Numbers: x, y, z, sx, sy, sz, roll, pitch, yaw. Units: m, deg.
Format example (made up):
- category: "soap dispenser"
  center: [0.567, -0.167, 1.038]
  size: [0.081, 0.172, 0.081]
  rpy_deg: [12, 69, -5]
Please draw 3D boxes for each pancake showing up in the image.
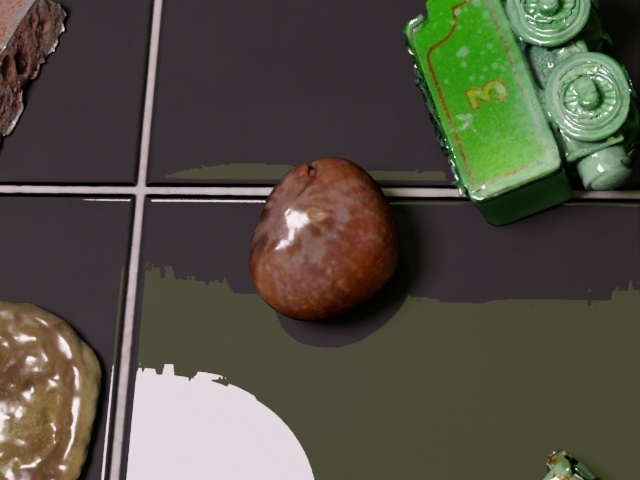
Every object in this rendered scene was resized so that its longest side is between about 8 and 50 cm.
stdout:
- category: "pancake"
  center: [-0.318, 0.172, 1.327]
  size: [0.236, 0.042, 0.222]
  rpy_deg: [-44, 71, -6]

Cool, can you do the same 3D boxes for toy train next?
- category: "toy train"
  center: [0.193, -0.143, 1.303]
  size: [0.188, 0.132, 0.243]
  rpy_deg: [-20, 72, 11]

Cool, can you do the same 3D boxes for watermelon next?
- category: "watermelon"
  center: [-0.360, -0.170, 1.418]
  size: [0.154, 0.094, 0.241]
  rpy_deg: [36, 81, 26]

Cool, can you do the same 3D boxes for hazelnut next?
- category: "hazelnut"
  center: [0.000, 0.000, 1.284]
  size: [0.143, 0.143, 0.154]
  rpy_deg: [36, 83, 16]

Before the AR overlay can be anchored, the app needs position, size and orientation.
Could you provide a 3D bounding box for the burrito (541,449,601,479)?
- category: "burrito"
  center: [0.275, 0.311, 1.195]
  size: [0.104, 0.054, 0.288]
  rpy_deg: [-43, 73, -5]
